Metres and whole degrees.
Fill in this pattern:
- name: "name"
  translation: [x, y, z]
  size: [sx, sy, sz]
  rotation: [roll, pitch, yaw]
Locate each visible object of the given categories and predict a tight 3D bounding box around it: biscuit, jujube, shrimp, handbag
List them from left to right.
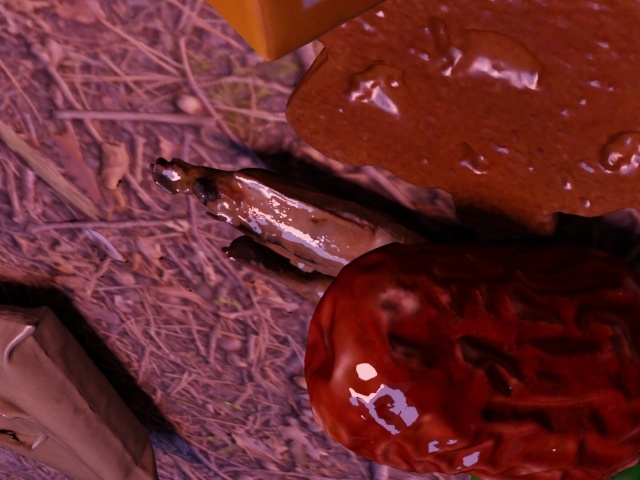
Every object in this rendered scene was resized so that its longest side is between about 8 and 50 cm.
- name: "handbag"
  translation: [-0.315, 0.162, 1.168]
  size: [0.253, 0.109, 0.315]
  rotation: [9, 144, 34]
- name: "shrimp"
  translation: [0.000, 0.007, 0.773]
  size: [0.254, 0.059, 0.145]
  rotation: [21, 157, 2]
- name: "jujube"
  translation: [0.101, 0.070, 0.648]
  size: [0.230, 0.155, 0.155]
  rotation: [7, 155, -24]
- name: "biscuit"
  translation: [0.094, -0.109, 0.550]
  size: [0.278, 0.043, 0.301]
  rotation: [15, 147, 22]

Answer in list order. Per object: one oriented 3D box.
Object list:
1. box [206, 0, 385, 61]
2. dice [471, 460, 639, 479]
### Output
- name: "box"
  translation: [-0.068, -0.284, 0.263]
  size: [0.264, 0.116, 0.415]
  rotation: [49, 162, 34]
- name: "dice"
  translation: [0.184, 0.155, 0.780]
  size: [0.131, 0.120, 0.128]
  rotation: [16, 146, 20]
